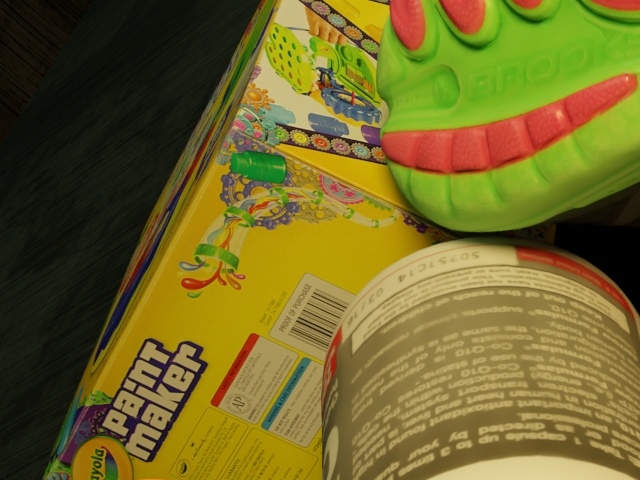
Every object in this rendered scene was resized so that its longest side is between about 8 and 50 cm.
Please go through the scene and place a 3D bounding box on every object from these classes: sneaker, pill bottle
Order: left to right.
[{"bbox_3d":[0.080,0.128,0.833,0.161,0.161,0.283,-43,19,19],"label":"pill bottle"},{"bbox_3d":[0.243,-0.094,0.832,0.482,0.202,0.185,0,91,44],"label":"sneaker"}]

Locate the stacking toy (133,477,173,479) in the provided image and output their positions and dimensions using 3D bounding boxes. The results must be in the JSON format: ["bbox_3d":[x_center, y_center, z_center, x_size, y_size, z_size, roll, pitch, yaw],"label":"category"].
[{"bbox_3d":[0.056,0.163,0.577,0.166,0.302,0.175,-58,5,-25],"label":"stacking toy"}]

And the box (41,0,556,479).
[{"bbox_3d":[0.000,0.000,1.135,0.290,0.177,0.279,-59,9,37],"label":"box"}]
